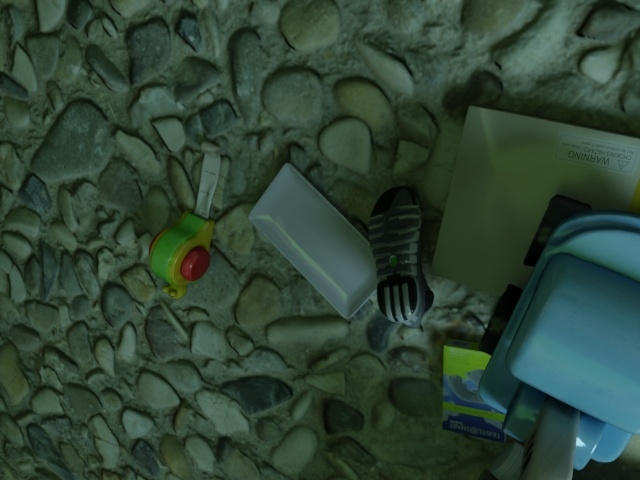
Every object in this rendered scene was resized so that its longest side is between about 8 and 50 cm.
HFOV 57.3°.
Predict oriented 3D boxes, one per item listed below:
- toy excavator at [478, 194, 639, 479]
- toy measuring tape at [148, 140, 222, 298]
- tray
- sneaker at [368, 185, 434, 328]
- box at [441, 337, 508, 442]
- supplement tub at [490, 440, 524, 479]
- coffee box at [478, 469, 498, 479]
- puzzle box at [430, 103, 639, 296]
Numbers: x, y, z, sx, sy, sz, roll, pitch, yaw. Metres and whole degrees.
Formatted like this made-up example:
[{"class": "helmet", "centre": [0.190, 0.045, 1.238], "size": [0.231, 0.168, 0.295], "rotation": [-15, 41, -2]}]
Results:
[{"class": "toy excavator", "centre": [0.264, 0.185, 0.647], "size": [0.222, 0.445, 0.433], "rotation": [26, 110, 20]}, {"class": "toy measuring tape", "centre": [-0.262, -0.025, 1.126], "size": [0.121, 0.121, 0.330], "rotation": [25, 114, 19]}, {"class": "tray", "centre": [0.000, 0.000, 1.045], "size": [0.270, 0.030, 0.145], "rotation": [45, 119, 9]}, {"class": "sneaker", "centre": [0.137, 0.035, 0.954], "size": [0.086, 0.132, 0.229], "rotation": [-7, 64, 25]}, {"class": "box", "centre": [0.259, 0.258, 0.978], "size": [0.109, 0.042, 0.178], "rotation": [5, 106, 27]}, {"class": "supplement tub", "centre": [0.342, 0.389, 0.957], "size": [0.107, 0.071, 0.071], "rotation": [40, 118, 12]}, {"class": "coffee box", "centre": [0.279, 0.500, 0.919], "size": [0.141, 0.246, 0.098], "rotation": [24, 115, 19]}, {"class": "puzzle box", "centre": [0.381, -0.019, 0.829], "size": [0.408, 0.052, 0.272], "rotation": [18, 112, 22]}]
